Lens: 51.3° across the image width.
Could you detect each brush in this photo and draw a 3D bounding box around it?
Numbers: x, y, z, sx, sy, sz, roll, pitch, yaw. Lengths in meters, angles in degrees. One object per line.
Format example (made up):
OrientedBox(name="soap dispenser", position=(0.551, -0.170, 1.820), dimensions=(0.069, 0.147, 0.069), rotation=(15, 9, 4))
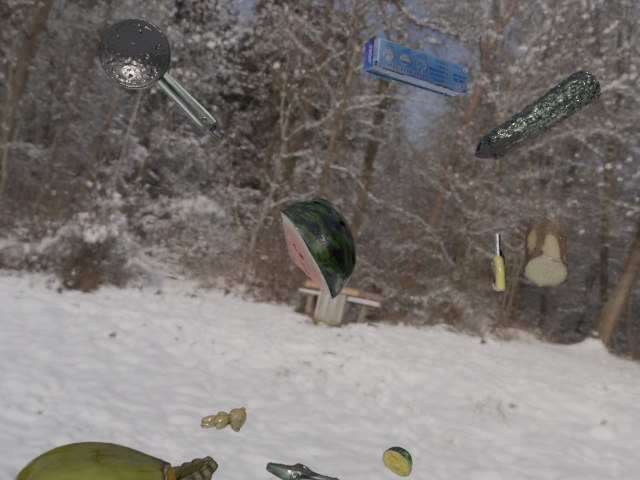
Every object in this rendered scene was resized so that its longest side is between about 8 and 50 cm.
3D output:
OrientedBox(name="brush", position=(-0.343, 0.535, 1.390), dimensions=(0.071, 0.084, 0.301), rotation=(30, 24, 36))

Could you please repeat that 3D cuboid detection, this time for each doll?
OrientedBox(name="doll", position=(-0.204, 0.377, 1.414), dimensions=(0.093, 0.051, 0.061), rotation=(11, 12, -7))

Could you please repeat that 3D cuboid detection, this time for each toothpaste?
OrientedBox(name="toothpaste", position=(0.213, -0.374, 1.460), dimensions=(0.272, 0.066, 0.053), rotation=(6, -4, -36))

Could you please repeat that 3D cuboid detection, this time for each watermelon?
OrientedBox(name="watermelon", position=(0.015, -0.005, 1.264), dimensions=(0.145, 0.193, 0.137), rotation=(-32, 12, -22))
OrientedBox(name="watermelon", position=(0.258, 0.710, 2.158), dimensions=(0.106, 0.105, 0.062), rotation=(4, 24, 40))

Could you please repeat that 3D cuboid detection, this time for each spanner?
OrientedBox(name="spanner", position=(0.056, 0.452, 1.216), dimensions=(0.326, 0.026, 0.093), rotation=(18, -9, -8))

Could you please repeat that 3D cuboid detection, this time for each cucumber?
OrientedBox(name="cucumber", position=(0.562, -0.319, 1.756), dimensions=(0.359, 0.096, 0.096), rotation=(-33, -2, -1))

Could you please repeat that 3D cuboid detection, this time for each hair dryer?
OrientedBox(name="hair dryer", position=(-0.349, -0.388, 1.623), dimensions=(0.284, 0.155, 0.320), rotation=(30, 3, 3))

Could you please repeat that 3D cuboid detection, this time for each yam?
OrientedBox(name="yam", position=(0.729, 0.028, 2.152), dimensions=(0.129, 0.238, 0.128), rotation=(40, -49, -16))

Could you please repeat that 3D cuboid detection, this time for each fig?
OrientedBox(name="fig", position=(-0.366, 0.433, 1.077), dimensions=(0.271, 0.239, 0.239), rotation=(-29, -6, -7))

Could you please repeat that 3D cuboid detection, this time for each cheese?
OrientedBox(name="cheese", position=(0.506, 0.061, 1.892), dimensions=(0.036, 0.162, 0.086), rotation=(-2, 0, 9))
